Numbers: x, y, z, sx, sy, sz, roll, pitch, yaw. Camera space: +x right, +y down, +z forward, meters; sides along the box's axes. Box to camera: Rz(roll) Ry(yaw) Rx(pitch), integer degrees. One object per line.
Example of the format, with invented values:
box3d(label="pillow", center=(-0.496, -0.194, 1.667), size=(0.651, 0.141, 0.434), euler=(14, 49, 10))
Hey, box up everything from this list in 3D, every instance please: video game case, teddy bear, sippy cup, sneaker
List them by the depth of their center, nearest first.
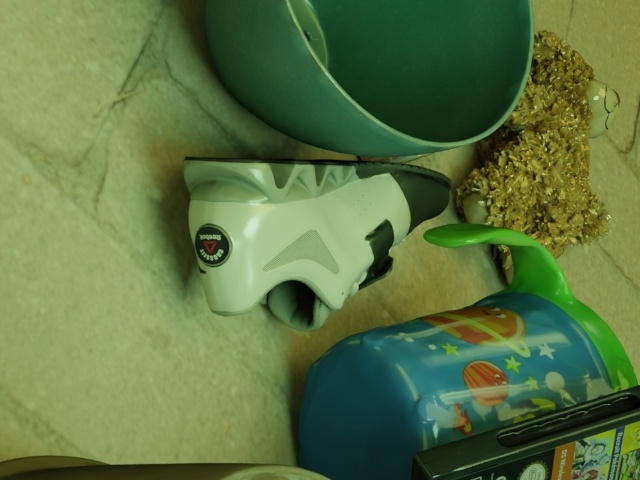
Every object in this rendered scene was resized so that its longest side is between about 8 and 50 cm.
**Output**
box3d(label="video game case", center=(0.181, 0.241, 1.126), size=(0.248, 0.035, 0.275), euler=(-13, 129, -19))
box3d(label="sippy cup", center=(0.111, 0.157, 1.190), size=(0.224, 0.240, 0.305), euler=(0, 62, -39))
box3d(label="sneaker", center=(0.000, 0.000, 1.213), size=(0.330, 0.122, 0.146), euler=(-5, 97, -53))
box3d(label="teddy bear", center=(0.248, -0.083, 1.537), size=(0.338, 0.113, 0.245), euler=(-43, 111, -50))

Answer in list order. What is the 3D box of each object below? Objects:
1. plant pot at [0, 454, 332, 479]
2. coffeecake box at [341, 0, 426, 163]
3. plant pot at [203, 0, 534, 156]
box3d(label="plant pot", center=(-0.093, 0.252, 0.798), size=(0.323, 0.280, 0.323), euler=(23, 54, -34))
box3d(label="coffeecake box", center=(0.075, -0.171, 1.397), size=(0.142, 0.068, 0.185), euler=(-22, 91, -53))
box3d(label="plant pot", center=(0.012, -0.195, 1.212), size=(0.290, 0.195, 0.290), euler=(13, 69, -38))
